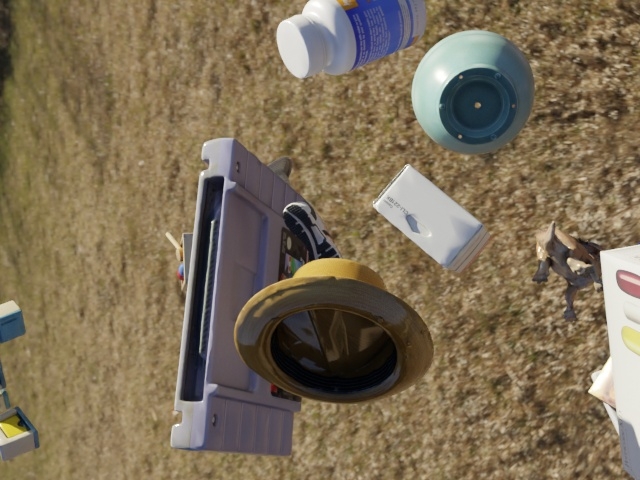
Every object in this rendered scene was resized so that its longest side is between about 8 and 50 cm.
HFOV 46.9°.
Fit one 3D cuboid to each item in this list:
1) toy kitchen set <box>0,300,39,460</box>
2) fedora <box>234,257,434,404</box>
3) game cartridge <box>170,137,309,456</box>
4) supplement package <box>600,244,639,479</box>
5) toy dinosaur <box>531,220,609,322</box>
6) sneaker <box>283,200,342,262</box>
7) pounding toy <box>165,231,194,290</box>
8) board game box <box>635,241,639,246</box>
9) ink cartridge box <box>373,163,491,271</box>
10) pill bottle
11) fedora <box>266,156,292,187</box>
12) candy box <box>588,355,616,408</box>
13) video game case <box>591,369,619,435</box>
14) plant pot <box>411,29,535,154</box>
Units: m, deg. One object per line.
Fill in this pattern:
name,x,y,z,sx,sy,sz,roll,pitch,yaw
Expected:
toy kitchen set,-0.549,0.247,1.303,0.166,0.122,0.207,32,132,37
fedora,0.015,0.076,0.682,0.194,0.194,0.079,-33,34,37
game cartridge,-0.083,0.080,0.913,0.068,0.230,0.355,-5,71,26
supplement package,0.427,0.130,0.762,0.203,0.145,0.262,-10,98,-2
toy dinosaur,0.522,0.030,1.567,0.127,0.295,0.200,-30,36,31
sneaker,0.000,0.000,0.851,0.040,0.044,0.109,-26,97,24
pounding toy,-0.286,0.036,1.631,0.130,0.100,0.141,137,129,-71
board game box,0.655,-0.041,1.312,0.035,0.136,0.201,57,158,24
ink cartridge box,0.240,-0.037,1.536,0.197,0.273,0.114,41,98,15
pill bottle,0.058,-0.411,1.426,0.152,0.272,0.152,45,150,35
fedora,-0.128,-0.065,1.775,0.124,0.243,0.275,48,144,5
candy box,0.527,0.195,1.173,0.187,0.053,0.109,-58,36,0
video game case,0.591,0.292,1.209,0.206,0.026,0.227,-19,65,1
plant pot,0.355,-0.325,1.695,0.292,0.196,0.293,2,110,7
